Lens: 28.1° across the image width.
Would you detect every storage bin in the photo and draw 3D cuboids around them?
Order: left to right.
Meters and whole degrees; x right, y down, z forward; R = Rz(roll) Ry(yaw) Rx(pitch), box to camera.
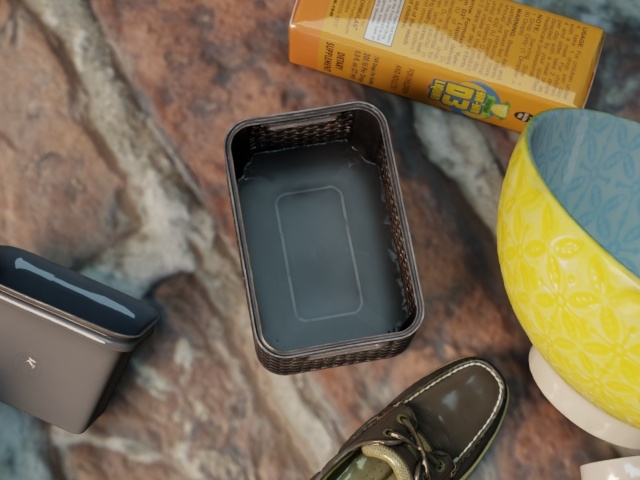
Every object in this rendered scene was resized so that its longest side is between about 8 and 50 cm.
[{"bbox_3d":[-0.197,0.073,0.924,0.135,0.098,0.091,24,103,4],"label":"storage bin"},{"bbox_3d":[0.000,0.000,0.947,0.122,0.084,0.180,-9,75,-4],"label":"storage bin"}]

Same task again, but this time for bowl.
[{"bbox_3d":[0.233,0.051,0.890,0.289,0.289,0.156,30,119,6],"label":"bowl"}]

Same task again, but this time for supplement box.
[{"bbox_3d":[0.095,-0.151,0.993,0.233,0.078,0.080,15,75,2],"label":"supplement box"}]

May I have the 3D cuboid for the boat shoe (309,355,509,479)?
[{"bbox_3d":[0.052,0.165,0.911,0.223,0.073,0.080,-39,80,-11],"label":"boat shoe"}]

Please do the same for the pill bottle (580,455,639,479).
[{"bbox_3d":[0.227,0.230,0.895,0.086,0.086,0.152,-6,76,-4],"label":"pill bottle"}]
